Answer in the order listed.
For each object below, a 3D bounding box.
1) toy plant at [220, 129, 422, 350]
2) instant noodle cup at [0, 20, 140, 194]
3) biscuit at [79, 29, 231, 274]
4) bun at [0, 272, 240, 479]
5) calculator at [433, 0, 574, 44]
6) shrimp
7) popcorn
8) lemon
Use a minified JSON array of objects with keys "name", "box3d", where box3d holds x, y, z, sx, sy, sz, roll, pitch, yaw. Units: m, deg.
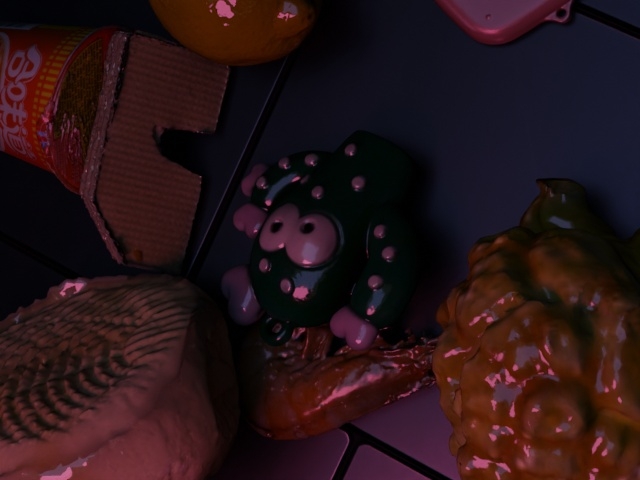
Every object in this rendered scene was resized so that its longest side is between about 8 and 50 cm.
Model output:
[{"name":"toy plant","box3d":[0.003,0.003,1.854,0.232,0.112,0.243,-5,63,31]},{"name":"instant noodle cup","box3d":[-0.319,-0.162,1.970,0.212,0.193,0.193,15,92,29]},{"name":"biscuit","box3d":[-0.183,-0.093,1.927,0.046,0.147,0.250,14,93,48]},{"name":"bun","box3d":[-0.236,0.197,1.846,0.364,0.364,0.202,-10,118,20]},{"name":"calculator","box3d":[0.167,-0.361,1.858,0.220,0.048,0.330,-36,78,14]},{"name":"shrimp","box3d":[0.031,0.115,1.880,0.287,0.063,0.152,-20,66,19]},{"name":"popcorn","box3d":[0.230,0.118,1.691,0.274,0.279,0.336,-13,96,38]},{"name":"lemon","box3d":[-0.099,-0.281,1.884,0.248,0.184,0.184,42,102,29]}]
